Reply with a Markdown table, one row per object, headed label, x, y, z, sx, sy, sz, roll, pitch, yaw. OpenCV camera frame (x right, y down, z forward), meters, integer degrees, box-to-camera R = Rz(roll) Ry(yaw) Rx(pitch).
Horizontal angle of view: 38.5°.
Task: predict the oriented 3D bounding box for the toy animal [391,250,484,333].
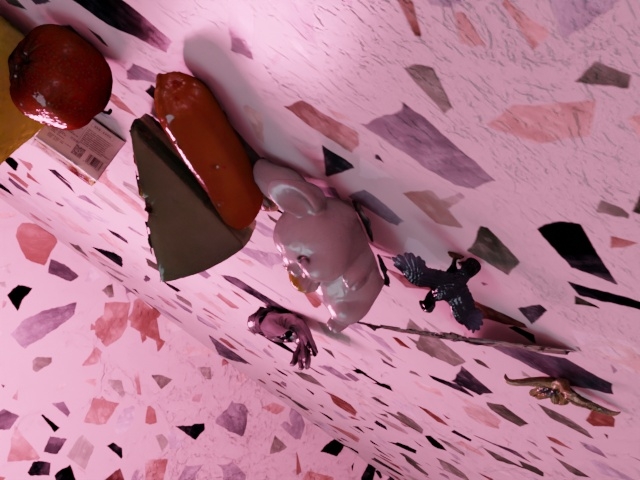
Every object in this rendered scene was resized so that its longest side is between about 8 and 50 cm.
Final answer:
| label | x | y | z | sx | sy | sz | roll | pitch | yaw |
| --- | --- | --- | --- | --- | --- | --- | --- | --- | --- |
| toy animal | 0.195 | 0.068 | 1.408 | 0.220 | 0.108 | 0.062 | 43 | 171 | -30 |

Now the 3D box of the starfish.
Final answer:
| label | x | y | z | sx | sy | sz | roll | pitch | yaw |
| --- | --- | --- | --- | --- | --- | --- | --- | --- | --- |
| starfish | 0.437 | 0.278 | 1.666 | 0.217 | 0.050 | 0.223 | 24 | 174 | 6 |

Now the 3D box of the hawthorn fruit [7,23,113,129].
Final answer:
| label | x | y | z | sx | sy | sz | roll | pitch | yaw |
| --- | --- | --- | --- | --- | --- | --- | --- | --- | --- |
| hawthorn fruit | -0.410 | -0.254 | 1.497 | 0.157 | 0.157 | 0.194 | 15 | 167 | 43 |

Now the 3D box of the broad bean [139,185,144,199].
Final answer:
| label | x | y | z | sx | sy | sz | roll | pitch | yaw |
| --- | --- | --- | --- | --- | --- | --- | --- | --- | --- |
| broad bean | -0.310 | -0.081 | 1.961 | 0.256 | 0.052 | 0.053 | 23 | 175 | 32 |

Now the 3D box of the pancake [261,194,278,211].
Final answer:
| label | x | y | z | sx | sy | sz | roll | pitch | yaw |
| --- | --- | --- | --- | --- | --- | --- | --- | --- | --- |
| pancake | -0.132 | -0.095 | 1.660 | 0.139 | 0.022 | 0.139 | 29 | 162 | 10 |

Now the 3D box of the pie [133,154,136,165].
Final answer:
| label | x | y | z | sx | sy | sz | roll | pitch | yaw |
| --- | --- | --- | --- | --- | --- | --- | --- | --- | --- |
| pie | -0.271 | -0.119 | 1.792 | 0.204 | 0.054 | 0.219 | 42 | 163 | -30 |

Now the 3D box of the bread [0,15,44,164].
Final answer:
| label | x | y | z | sx | sy | sz | roll | pitch | yaw |
| --- | --- | --- | --- | --- | --- | --- | --- | --- | --- |
| bread | -0.667 | -0.263 | 1.638 | 0.348 | 0.307 | 0.348 | 33 | 165 | 10 |

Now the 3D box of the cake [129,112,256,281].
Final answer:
| label | x | y | z | sx | sy | sz | roll | pitch | yaw |
| --- | --- | --- | --- | --- | --- | --- | --- | --- | --- |
| cake | -0.219 | -0.091 | 1.609 | 0.158 | 0.172 | 0.283 | -87 | -13 | -74 |

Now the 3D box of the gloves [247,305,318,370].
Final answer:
| label | x | y | z | sx | sy | sz | roll | pitch | yaw |
| --- | --- | --- | --- | --- | --- | --- | --- | --- | --- |
| gloves | -0.096 | 0.239 | 2.380 | 0.142 | 0.119 | 0.285 | 32 | -179 | -42 |

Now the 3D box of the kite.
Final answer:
| label | x | y | z | sx | sy | sz | roll | pitch | yaw |
| --- | --- | --- | --- | --- | --- | --- | --- | --- | --- |
| kite | 0.235 | 0.171 | 1.591 | 0.406 | 0.014 | 0.368 | 6 | 174 | 16 |

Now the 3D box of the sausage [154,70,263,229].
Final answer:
| label | x | y | z | sx | sy | sz | roll | pitch | yaw |
| --- | --- | --- | --- | --- | --- | --- | --- | --- | --- |
| sausage | -0.165 | -0.136 | 1.456 | 0.094 | 0.097 | 0.348 | -9 | 145 | 16 |

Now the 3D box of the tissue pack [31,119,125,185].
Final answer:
| label | x | y | z | sx | sy | sz | roll | pitch | yaw |
| --- | --- | --- | --- | --- | --- | --- | --- | --- | --- |
| tissue pack | -0.492 | -0.197 | 1.861 | 0.149 | 0.106 | 0.099 | 37 | 162 | -15 |

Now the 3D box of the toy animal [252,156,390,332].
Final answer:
| label | x | y | z | sx | sy | sz | roll | pitch | yaw |
| --- | --- | --- | --- | --- | --- | --- | --- | --- | --- |
| toy animal | 0.004 | 0.005 | 1.504 | 0.325 | 0.154 | 0.208 | 64 | 172 | -23 |
